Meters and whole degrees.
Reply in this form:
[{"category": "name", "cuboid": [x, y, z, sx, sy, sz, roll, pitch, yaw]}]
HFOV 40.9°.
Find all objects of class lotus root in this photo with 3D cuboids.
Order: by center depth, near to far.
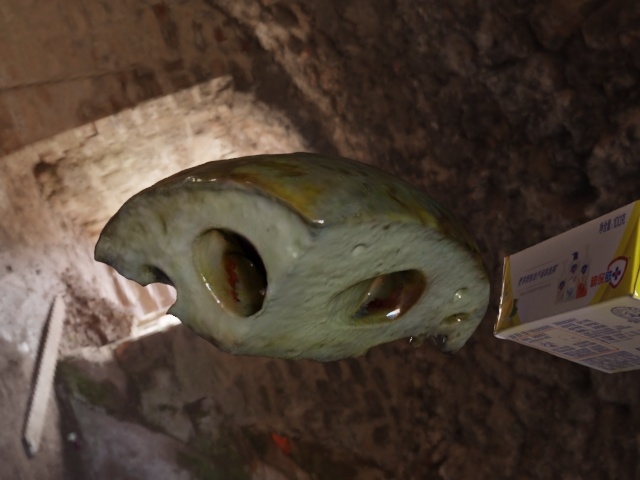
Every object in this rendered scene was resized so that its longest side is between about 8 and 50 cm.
[{"category": "lotus root", "cuboid": [0.004, -0.003, 0.649, 0.210, 0.142, 0.314, 38, 19, 26]}]

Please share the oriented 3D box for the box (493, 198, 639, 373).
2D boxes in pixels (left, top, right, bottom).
[{"category": "box", "cuboid": [0.313, 0.058, 0.880, 0.265, 0.168, 0.097, 137, -30, -69]}]
